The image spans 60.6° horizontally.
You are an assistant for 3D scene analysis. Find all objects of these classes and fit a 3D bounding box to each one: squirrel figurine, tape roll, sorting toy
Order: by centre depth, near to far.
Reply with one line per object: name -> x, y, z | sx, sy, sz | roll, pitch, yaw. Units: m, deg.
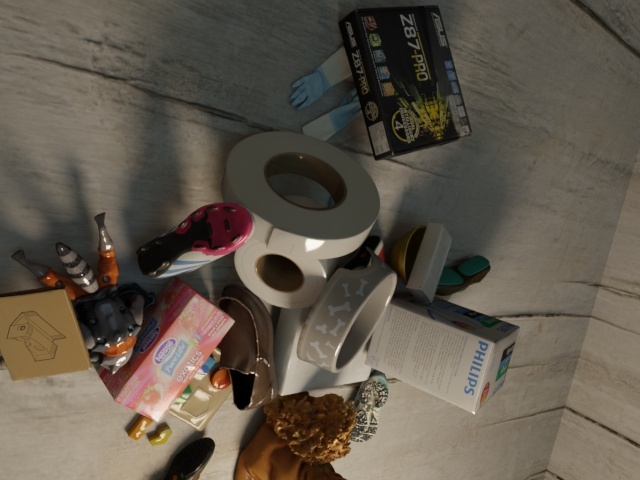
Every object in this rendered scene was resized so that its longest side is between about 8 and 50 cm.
tape roll -> -0.045, -0.120, 1.325 | 0.391, 0.392, 0.072 | -12, 143, -34
tape roll -> -0.075, 0.030, 1.394 | 0.246, 0.246, 0.169 | 67, 30, -30
sorting toy -> -0.354, 0.425, 1.468 | 0.307, 0.041, 0.229 | -52, 128, -12
squirrel figurine -> -0.027, 0.635, 1.569 | 0.280, 0.370, 0.398 | 0, 105, -37

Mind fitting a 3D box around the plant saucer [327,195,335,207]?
plant saucer -> 0.109, -0.100, 1.658 | 0.194, 0.037, 0.195 | -13, 112, -34

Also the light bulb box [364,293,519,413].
light bulb box -> 0.396, 0.335, 1.743 | 0.357, 0.360, 0.226 | 1, 105, -59

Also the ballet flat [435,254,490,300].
ballet flat -> 0.483, 0.149, 1.991 | 0.342, 0.116, 0.124 | -17, 133, -37

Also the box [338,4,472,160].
box -> 0.244, -0.446, 1.539 | 0.318, 0.097, 0.395 | -17, 93, -33

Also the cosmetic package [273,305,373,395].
cosmetic package -> 0.028, 0.296, 1.659 | 0.377, 0.097, 0.285 | 5, 105, -44

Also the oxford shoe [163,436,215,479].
oxford shoe -> -0.370, 0.646, 1.515 | 0.227, 0.082, 0.096 | -49, 146, -15

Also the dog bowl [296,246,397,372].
dog bowl -> 0.080, 0.191, 1.431 | 0.349, 0.102, 0.349 | -48, 157, -29

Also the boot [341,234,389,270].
boot -> 0.145, 0.125, 1.700 | 0.244, 0.088, 0.176 | -50, 132, -36

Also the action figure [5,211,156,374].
action figure -> -0.523, 0.154, 1.176 | 0.341, 0.178, 0.330 | -33, 112, -26

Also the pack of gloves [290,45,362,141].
pack of gloves -> 0.032, -0.387, 1.504 | 0.232, 0.046, 0.195 | -42, 126, -20

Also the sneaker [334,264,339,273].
sneaker -> 0.000, 0.000, 1.567 | 0.135, 0.097, 0.276 | -43, 124, -16

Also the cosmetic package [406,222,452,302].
cosmetic package -> 0.349, 0.069, 1.750 | 0.099, 0.060, 0.239 | 49, 56, -47

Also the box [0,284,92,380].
box -> -0.578, 0.192, 1.121 | 0.164, 0.021, 0.201 | -8, 116, -5

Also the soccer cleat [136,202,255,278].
soccer cleat -> -0.268, -0.003, 1.251 | 0.143, 0.331, 0.116 | -4, 75, -65

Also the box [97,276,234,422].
box -> -0.374, 0.259, 1.330 | 0.300, 0.154, 0.142 | -53, 128, -10

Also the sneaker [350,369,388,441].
sneaker -> 0.161, 0.561, 1.861 | 0.110, 0.122, 0.283 | 24, 113, 0

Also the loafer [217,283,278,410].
loafer -> -0.199, 0.295, 1.448 | 0.130, 0.133, 0.366 | -34, 116, -53

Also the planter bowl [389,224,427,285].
planter bowl -> 0.287, 0.055, 1.792 | 0.217, 0.090, 0.217 | -11, 104, -53
